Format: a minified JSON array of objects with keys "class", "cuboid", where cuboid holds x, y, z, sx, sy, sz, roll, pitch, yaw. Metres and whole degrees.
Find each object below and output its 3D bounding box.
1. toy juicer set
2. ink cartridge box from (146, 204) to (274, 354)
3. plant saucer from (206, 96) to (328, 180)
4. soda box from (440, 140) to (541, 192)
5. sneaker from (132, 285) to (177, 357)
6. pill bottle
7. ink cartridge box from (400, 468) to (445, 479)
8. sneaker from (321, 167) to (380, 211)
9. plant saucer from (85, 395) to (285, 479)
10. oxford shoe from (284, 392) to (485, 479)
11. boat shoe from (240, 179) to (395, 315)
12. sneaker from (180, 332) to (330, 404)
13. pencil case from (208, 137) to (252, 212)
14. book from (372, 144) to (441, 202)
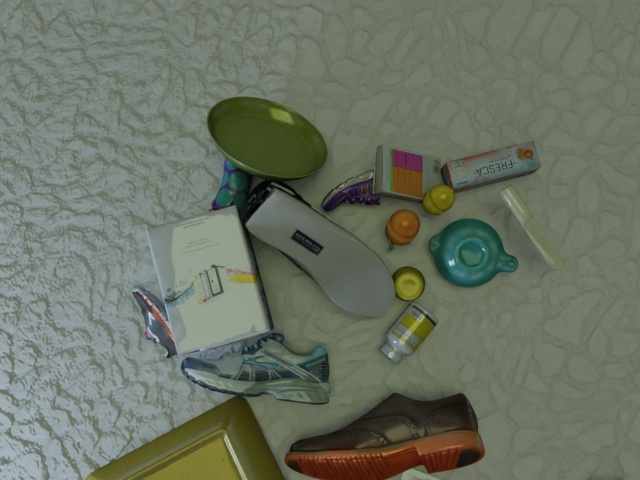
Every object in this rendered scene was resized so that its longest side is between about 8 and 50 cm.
[{"class":"toy juicer set","cuboid":[0.281,-0.012,1.293,0.329,0.089,0.209,-13,90,6]},{"class":"ink cartridge box","cuboid":[-0.196,0.078,1.238,0.168,0.171,0.233,-15,84,-3]},{"class":"plant saucer","cuboid":[-0.104,-0.189,1.283,0.241,0.037,0.241,16,41,-14]},{"class":"soda box","cuboid":[0.336,-0.143,1.329,0.183,0.063,0.058,-14,83,-2]},{"class":"sneaker","cuboid":[-0.321,0.159,1.284,0.065,0.061,0.158,-39,84,1]},{"class":"pill bottle","cuboid":[0.166,0.179,1.283,0.065,0.065,0.116,41,84,4]},{"class":"ink cartridge box","cuboid":[0.177,0.526,1.240,0.104,0.060,0.180,20,83,2]},{"class":"sneaker","cuboid":[0.083,-0.094,1.319,0.170,0.068,0.071,-24,89,-4]},{"class":"plant saucer","cuboid":[-0.218,0.490,1.184,0.333,0.081,0.333,-27,71,-10]},{"class":"oxford shoe","cuboid":[0.112,0.366,1.250,0.363,0.130,0.133,-8,50,5]},{"class":"boat shoe","cuboid":[0.000,0.000,1.275,0.340,0.158,0.127,41,102,-17]},{"class":"sneaker","cuboid":[-0.118,0.235,1.263,0.283,0.110,0.122,9,75,-8]},{"class":"pencil case","cuboid":[-0.170,-0.123,1.319,0.070,0.064,0.152,13,82,-15]},{"class":"book","cuboid":[0.173,-0.128,1.310,0.144,0.035,0.096,9,80,-28]}]
